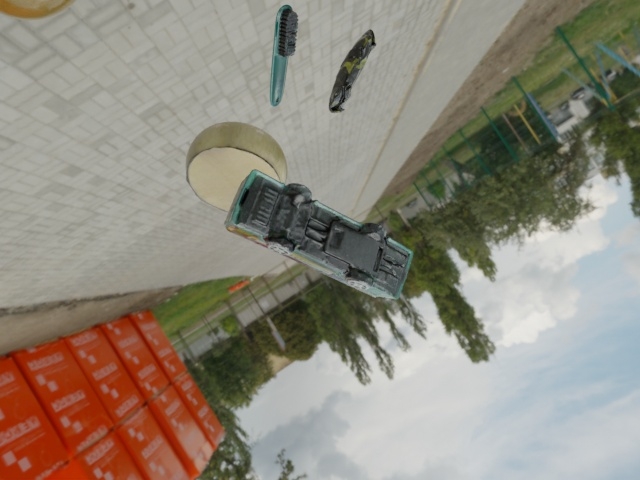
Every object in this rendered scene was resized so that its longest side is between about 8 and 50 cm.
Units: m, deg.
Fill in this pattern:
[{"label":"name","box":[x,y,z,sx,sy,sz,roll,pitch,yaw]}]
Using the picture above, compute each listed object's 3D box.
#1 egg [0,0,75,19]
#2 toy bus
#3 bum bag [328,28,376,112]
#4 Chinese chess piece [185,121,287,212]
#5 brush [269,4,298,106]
[{"label":"egg","box":[-0.463,-0.496,0.742,0.250,0.250,0.322,-30,161,-44]},{"label":"toy bus","box":[0.000,0.000,0.653,0.109,0.262,0.091,-9,-123,64]},{"label":"bum bag","box":[0.080,-0.440,1.267,0.106,0.060,0.232,-119,-126,-81]},{"label":"Chinese chess piece","box":[-0.212,-0.180,1.247,0.257,0.257,0.104,-34,-142,41]},{"label":"brush","box":[-0.067,-0.332,0.905,0.043,0.032,0.193,-33,147,-38]}]
